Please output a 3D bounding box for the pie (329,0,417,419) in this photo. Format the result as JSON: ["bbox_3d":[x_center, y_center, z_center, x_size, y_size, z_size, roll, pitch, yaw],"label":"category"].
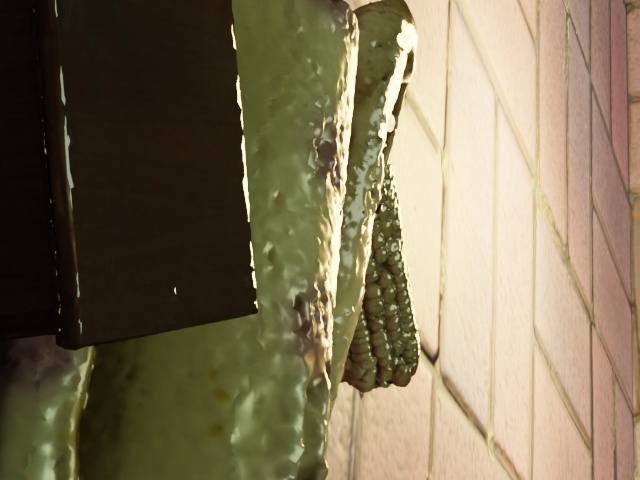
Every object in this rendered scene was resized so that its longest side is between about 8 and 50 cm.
[{"bbox_3d":[0.000,0.000,1.059,0.337,0.075,0.338,14,90,-90],"label":"pie"}]

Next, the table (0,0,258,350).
[{"bbox_3d":[-0.149,-0.037,0.614,0.169,0.193,0.173,-3,88,-72],"label":"table"}]

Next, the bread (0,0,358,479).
[{"bbox_3d":[-0.082,0.020,0.817,0.155,0.187,0.338,123,-26,-64],"label":"bread"}]

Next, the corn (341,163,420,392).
[{"bbox_3d":[0.034,0.027,1.296,0.087,0.087,0.211,-54,140,-63],"label":"corn"}]
